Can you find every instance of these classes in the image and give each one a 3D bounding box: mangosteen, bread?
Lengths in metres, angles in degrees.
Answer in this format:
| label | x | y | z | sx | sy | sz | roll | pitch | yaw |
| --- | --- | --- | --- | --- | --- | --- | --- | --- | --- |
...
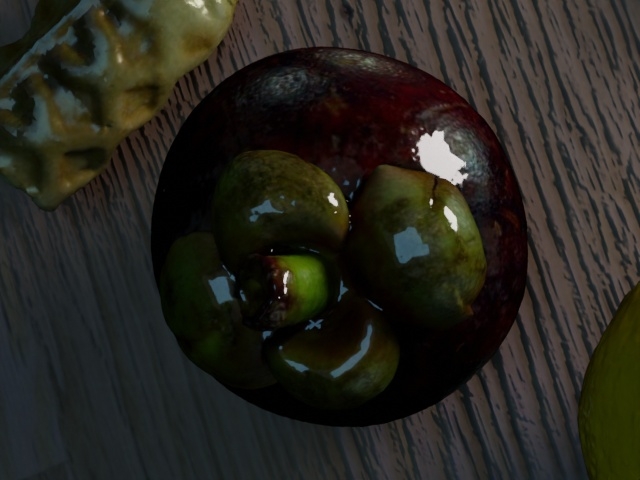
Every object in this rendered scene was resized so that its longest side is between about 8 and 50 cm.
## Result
| label | x | y | z | sx | sy | sz | roll | pitch | yaw |
| --- | --- | --- | --- | --- | --- | --- | --- | --- | --- |
| mangosteen | 0.003 | -0.006 | 0.969 | 0.300 | 0.300 | 0.300 | -2 | 85 | 17 |
| bread | -0.189 | -0.165 | 1.125 | 0.267 | 0.130 | 0.152 | -45 | 72 | 7 |

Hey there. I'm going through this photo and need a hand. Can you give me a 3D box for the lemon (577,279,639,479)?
| label | x | y | z | sx | sy | sz | roll | pitch | yaw |
| --- | --- | --- | --- | --- | --- | --- | --- | --- | --- |
| lemon | 0.309 | 0.123 | 0.868 | 0.293 | 0.293 | 0.293 | -2 | 85 | 17 |
